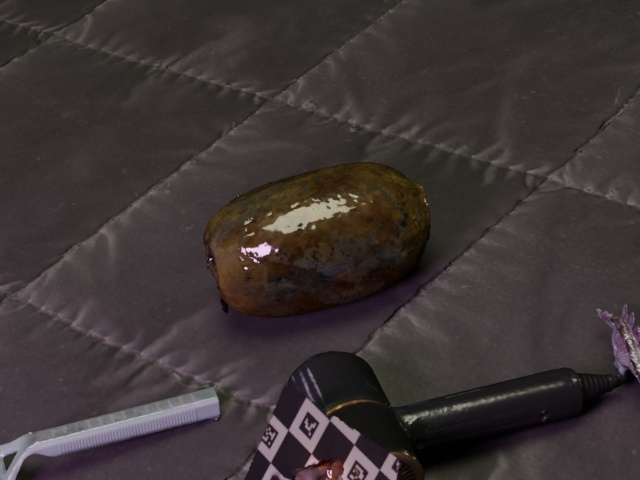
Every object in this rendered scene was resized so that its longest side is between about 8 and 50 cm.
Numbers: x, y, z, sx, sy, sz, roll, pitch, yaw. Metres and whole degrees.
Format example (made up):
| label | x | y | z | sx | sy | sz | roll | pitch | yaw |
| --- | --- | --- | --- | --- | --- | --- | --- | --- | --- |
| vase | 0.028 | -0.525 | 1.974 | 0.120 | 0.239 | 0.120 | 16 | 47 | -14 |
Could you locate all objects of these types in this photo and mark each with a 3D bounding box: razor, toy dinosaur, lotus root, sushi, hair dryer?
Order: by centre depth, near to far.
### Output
| label | x | y | z | sx | sy | sz | roll | pitch | yaw |
| --- | --- | --- | --- | --- | --- | --- | --- | --- | --- |
| sushi | -0.003 | 0.269 | 1.559 | 0.040 | 0.210 | 0.193 | 11 | 13 | -45 |
| hair dryer | 0.149 | 0.176 | 1.698 | 0.352 | 0.107 | 0.189 | -12 | 36 | -13 |
| toy dinosaur | 0.338 | 0.126 | 1.710 | 0.039 | 0.082 | 0.209 | -24 | 38 | -4 |
| razor | -0.247 | 0.216 | 1.778 | 0.278 | 0.056 | 0.111 | -19 | 34 | -10 |
| lotus root | 0.000 | 0.000 | 1.919 | 0.275 | 0.160 | 0.152 | -18 | 25 | -8 |
